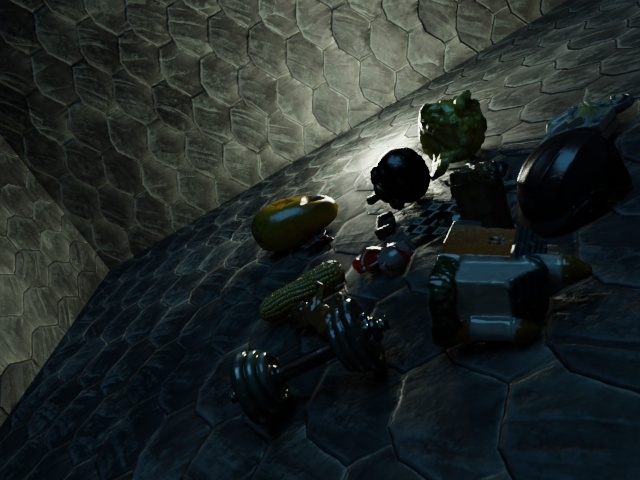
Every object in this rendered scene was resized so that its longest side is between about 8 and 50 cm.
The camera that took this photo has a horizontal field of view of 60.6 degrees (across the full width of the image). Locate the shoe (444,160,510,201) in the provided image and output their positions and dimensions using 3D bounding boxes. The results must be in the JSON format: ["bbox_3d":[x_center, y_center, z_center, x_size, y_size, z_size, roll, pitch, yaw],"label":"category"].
[{"bbox_3d":[0.483,-0.192,1.684,0.207,0.106,0.091,-27,21,-4],"label":"shoe"}]

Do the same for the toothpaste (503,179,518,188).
[{"bbox_3d":[0.497,-0.153,1.630,0.197,0.029,0.048,-13,19,2],"label":"toothpaste"}]

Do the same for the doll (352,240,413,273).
[{"bbox_3d":[0.189,0.048,1.595,0.142,0.076,0.245,-44,19,-27],"label":"doll"}]

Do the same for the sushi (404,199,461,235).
[{"bbox_3d":[0.375,-0.054,1.607,0.210,0.040,0.193,-1,35,47],"label":"sushi"}]

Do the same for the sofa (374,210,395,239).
[{"bbox_3d":[0.217,-0.052,1.834,0.060,0.039,0.118,-23,22,21],"label":"sofa"}]

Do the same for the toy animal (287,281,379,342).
[{"bbox_3d":[0.009,0.210,1.475,0.157,0.097,0.312,-49,25,-10],"label":"toy animal"}]

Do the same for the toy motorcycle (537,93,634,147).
[{"bbox_3d":[0.752,-0.329,1.609,0.341,0.108,0.223,-41,22,-27],"label":"toy motorcycle"}]

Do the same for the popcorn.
[{"bbox_3d":[0.479,-0.404,1.987,0.237,0.293,0.293,-14,20,-3],"label":"popcorn"}]

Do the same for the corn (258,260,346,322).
[{"bbox_3d":[-0.054,0.161,1.659,0.293,0.106,0.106,-31,20,10],"label":"corn"}]

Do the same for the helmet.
[{"bbox_3d":[0.594,-0.157,1.342,0.305,0.177,0.225,-34,22,-10],"label":"helmet"}]

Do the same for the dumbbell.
[{"bbox_3d":[-0.029,0.272,1.232,0.406,0.179,0.179,-28,20,11],"label":"dumbbell"}]

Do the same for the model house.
[{"bbox_3d":[0.386,0.094,1.114,0.301,0.190,0.271,-1,29,28],"label":"model house"}]

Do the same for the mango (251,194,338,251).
[{"bbox_3d":[-0.101,-0.074,2.179,0.365,0.182,0.253,-16,21,10],"label":"mango"}]

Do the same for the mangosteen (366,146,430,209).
[{"bbox_3d":[0.263,-0.206,1.918,0.250,0.211,0.211,-40,18,11],"label":"mangosteen"}]

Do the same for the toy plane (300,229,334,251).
[{"bbox_3d":[0.002,0.003,1.994,0.130,0.061,0.189,-41,26,-25],"label":"toy plane"}]

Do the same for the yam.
[{"bbox_3d":[0.404,-0.083,1.369,0.129,0.238,0.128,-14,19,25],"label":"yam"}]
